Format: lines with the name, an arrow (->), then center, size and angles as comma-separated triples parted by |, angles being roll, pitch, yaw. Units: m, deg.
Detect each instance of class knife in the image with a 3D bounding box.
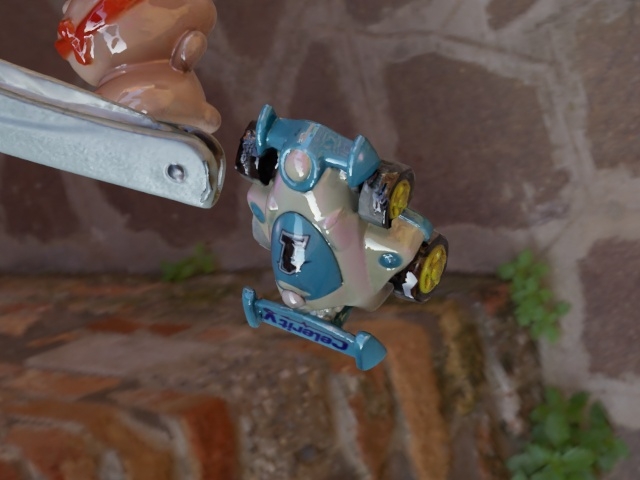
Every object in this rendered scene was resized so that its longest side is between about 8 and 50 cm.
knife -> -0.119, -0.054, 0.646 | 0.162, 0.023, 0.044 | 16, 120, 10

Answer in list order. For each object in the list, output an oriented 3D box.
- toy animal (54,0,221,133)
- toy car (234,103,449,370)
toy animal -> -0.190, -0.187, 1.478 | 0.171, 0.171, 0.197 | -20, 76, 42
toy car -> 0.000, 0.000, 0.879 | 0.126, 0.098, 0.161 | 19, 160, 21
